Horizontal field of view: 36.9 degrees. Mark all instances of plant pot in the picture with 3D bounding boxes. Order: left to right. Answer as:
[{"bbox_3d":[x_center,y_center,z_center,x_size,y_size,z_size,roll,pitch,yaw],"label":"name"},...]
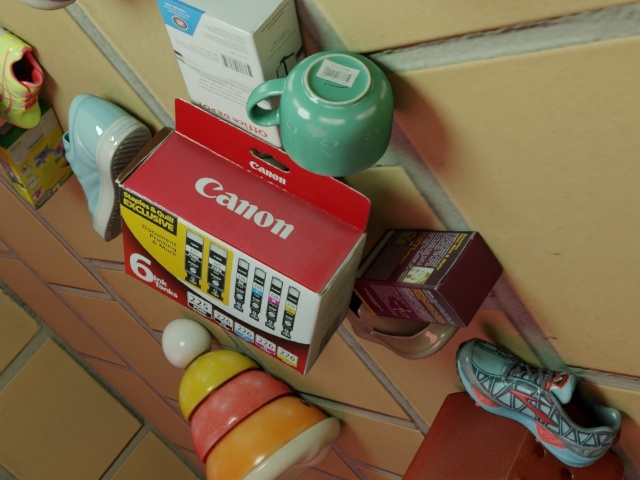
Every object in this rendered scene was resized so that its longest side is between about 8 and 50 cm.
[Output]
[{"bbox_3d":[0.312,0.392,1.513,0.267,0.267,0.235,41,145,-7],"label":"plant pot"}]

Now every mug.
[{"bbox_3d":[0.006,-0.147,1.085,0.097,0.157,0.129,92,154,-58],"label":"mug"}]

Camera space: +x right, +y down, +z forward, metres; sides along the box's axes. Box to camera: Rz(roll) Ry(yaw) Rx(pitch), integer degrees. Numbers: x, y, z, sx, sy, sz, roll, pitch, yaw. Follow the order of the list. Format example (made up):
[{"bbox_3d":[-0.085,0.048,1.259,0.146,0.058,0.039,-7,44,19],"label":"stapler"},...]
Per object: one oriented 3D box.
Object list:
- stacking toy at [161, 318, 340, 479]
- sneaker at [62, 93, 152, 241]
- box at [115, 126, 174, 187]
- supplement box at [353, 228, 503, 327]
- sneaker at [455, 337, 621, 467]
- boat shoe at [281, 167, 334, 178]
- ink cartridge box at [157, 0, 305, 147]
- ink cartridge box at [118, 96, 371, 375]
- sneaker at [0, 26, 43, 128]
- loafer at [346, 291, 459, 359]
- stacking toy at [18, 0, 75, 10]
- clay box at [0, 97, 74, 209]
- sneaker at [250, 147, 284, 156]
[{"bbox_3d":[-0.215,0.373,2.238,0.480,0.350,0.351,51,159,15],"label":"stacking toy"},{"bbox_3d":[-0.384,-0.137,1.709,0.150,0.135,0.366,42,149,11],"label":"sneaker"},{"bbox_3d":[-0.188,0.000,1.646,0.191,0.143,0.381,25,155,27],"label":"box"},{"bbox_3d":[0.139,0.048,1.307,0.188,0.104,0.081,3,139,53],"label":"supplement box"},{"bbox_3d":[0.321,0.211,1.385,0.261,0.104,0.125,34,139,0],"label":"sneaker"},{"bbox_3d":[0.000,0.000,1.421,0.116,0.099,0.319,27,153,30],"label":"boat shoe"},{"bbox_3d":[-0.099,-0.228,1.173,0.148,0.086,0.203,27,154,23],"label":"ink cartridge box"},{"bbox_3d":[-0.107,-0.003,1.279,0.309,0.130,0.272,28,144,13],"label":"ink cartridge box"},{"bbox_3d":[-0.529,-0.273,1.696,0.094,0.081,0.209,21,144,20],"label":"sneaker"},{"bbox_3d":[0.110,0.111,1.462,0.092,0.102,0.268,47,157,-22],"label":"loafer"},{"bbox_3d":[-0.258,-0.362,1.117,0.330,0.141,0.141,2,138,48],"label":"stacking toy"},{"bbox_3d":[-0.559,-0.166,1.884,0.053,0.127,0.222,32,155,16],"label":"clay box"},{"bbox_3d":[-0.096,-0.166,1.306,0.190,0.071,0.083,7,136,49],"label":"sneaker"}]
